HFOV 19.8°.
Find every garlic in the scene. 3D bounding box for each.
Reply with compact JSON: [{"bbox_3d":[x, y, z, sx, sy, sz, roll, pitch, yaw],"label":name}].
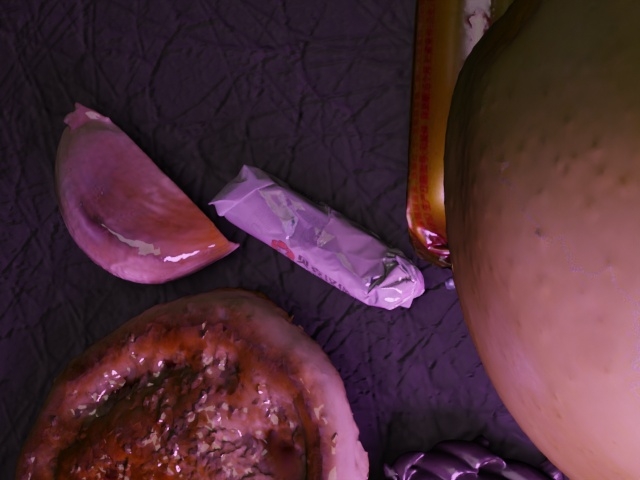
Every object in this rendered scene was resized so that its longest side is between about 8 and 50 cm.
[{"bbox_3d":[-0.175,-0.026,1.633,0.195,0.087,0.101,43,83,14],"label":"garlic"}]

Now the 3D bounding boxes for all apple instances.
[{"bbox_3d":[0.313,-0.022,1.342,0.473,0.473,0.474,0,88,13],"label":"apple"}]

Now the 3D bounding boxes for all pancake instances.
[{"bbox_3d":[-0.119,0.209,1.565,0.356,0.065,0.356,-7,73,26],"label":"pancake"}]

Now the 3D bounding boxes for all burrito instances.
[{"bbox_3d":[0.000,-0.001,1.603,0.203,0.064,0.064,30,94,14],"label":"burrito"}]

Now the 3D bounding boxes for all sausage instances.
[{"bbox_3d":[0.128,-0.100,1.546,0.125,0.117,0.317,5,89,4],"label":"sausage"}]

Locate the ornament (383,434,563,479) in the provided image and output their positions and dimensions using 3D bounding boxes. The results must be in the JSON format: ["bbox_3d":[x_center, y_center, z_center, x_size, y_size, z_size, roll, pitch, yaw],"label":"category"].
[{"bbox_3d":[0.146,0.277,1.546,0.260,0.106,0.251,-36,80,2],"label":"ornament"}]
